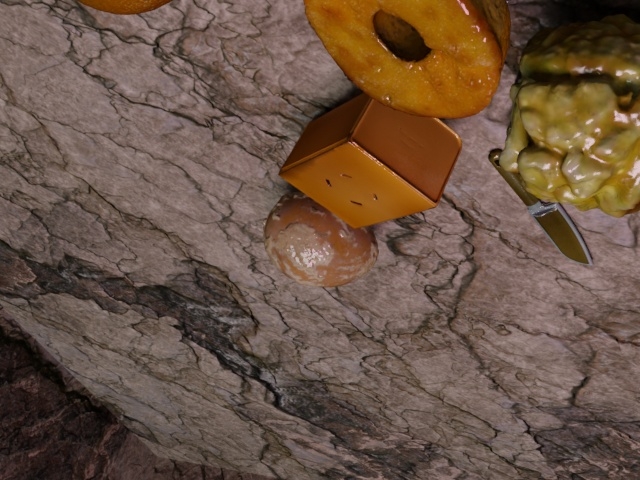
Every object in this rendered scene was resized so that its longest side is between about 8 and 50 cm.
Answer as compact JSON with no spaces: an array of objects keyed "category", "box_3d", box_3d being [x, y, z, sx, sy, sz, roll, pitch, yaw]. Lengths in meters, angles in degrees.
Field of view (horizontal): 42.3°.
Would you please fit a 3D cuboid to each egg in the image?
[{"category":"egg","box_3d":[0.000,0.000,1.694,0.245,0.203,0.203,21,147,-11]}]

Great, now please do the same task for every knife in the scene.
[{"category":"knife","box_3d":[0.420,-0.053,1.545,0.061,0.027,0.343,-18,130,38]}]

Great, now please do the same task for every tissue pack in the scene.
[{"category":"tissue pack","box_3d":[0.086,-0.142,1.446,0.194,0.145,0.274,37,159,-19]}]

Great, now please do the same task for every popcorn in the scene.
[{"category":"popcorn","box_3d":[0.399,-0.171,1.175,0.274,0.335,0.279,-6,95,36]}]

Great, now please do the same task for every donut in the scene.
[{"category":"donut","box_3d":[0.124,-0.299,1.104,0.302,0.110,0.303,29,158,13]}]

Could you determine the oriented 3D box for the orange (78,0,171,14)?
[{"category":"orange","box_3d":[-0.279,-0.453,1.166,0.274,0.274,0.274,14,145,10]}]
